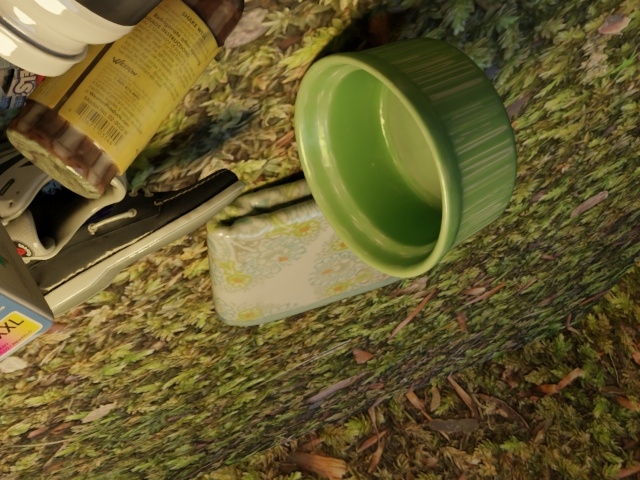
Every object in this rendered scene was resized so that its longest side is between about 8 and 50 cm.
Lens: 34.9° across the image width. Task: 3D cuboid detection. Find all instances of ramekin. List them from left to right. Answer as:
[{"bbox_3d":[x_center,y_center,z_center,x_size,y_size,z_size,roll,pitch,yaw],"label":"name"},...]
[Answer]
[{"bbox_3d":[0.113,-0.118,1.333,0.148,0.303,0.303,-26,157,-29],"label":"ramekin"}]

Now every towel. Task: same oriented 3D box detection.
[{"bbox_3d":[0.000,0.000,1.650,0.374,0.090,0.320,-17,150,-12],"label":"towel"}]

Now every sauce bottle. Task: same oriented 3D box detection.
[{"bbox_3d":[-0.146,-0.198,0.955,0.344,0.111,0.111,-53,160,-14],"label":"sauce bottle"}]

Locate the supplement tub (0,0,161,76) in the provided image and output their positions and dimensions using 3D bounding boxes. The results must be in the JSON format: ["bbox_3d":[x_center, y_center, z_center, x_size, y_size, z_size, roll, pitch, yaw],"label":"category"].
[{"bbox_3d":[-0.172,-0.280,0.804,0.272,0.191,0.191,-38,155,17],"label":"supplement tub"}]

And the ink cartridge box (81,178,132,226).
[{"bbox_3d":[-0.335,-0.018,1.305,0.206,0.045,0.208,-27,154,-10],"label":"ink cartridge box"}]

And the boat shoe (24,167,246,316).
[{"bbox_3d":[-0.237,-0.017,1.256,0.302,0.091,0.114,-32,176,-9],"label":"boat shoe"}]

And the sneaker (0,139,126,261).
[{"bbox_3d":[-0.363,-0.021,1.116,0.330,0.146,0.122,-32,131,-5],"label":"sneaker"}]

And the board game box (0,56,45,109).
[{"bbox_3d":[-0.278,-0.198,1.005,0.194,0.060,0.194,-16,152,-28],"label":"board game box"}]

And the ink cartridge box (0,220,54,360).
[{"bbox_3d":[-0.429,-0.044,0.872,0.151,0.270,0.395,-35,156,-2],"label":"ink cartridge box"}]
